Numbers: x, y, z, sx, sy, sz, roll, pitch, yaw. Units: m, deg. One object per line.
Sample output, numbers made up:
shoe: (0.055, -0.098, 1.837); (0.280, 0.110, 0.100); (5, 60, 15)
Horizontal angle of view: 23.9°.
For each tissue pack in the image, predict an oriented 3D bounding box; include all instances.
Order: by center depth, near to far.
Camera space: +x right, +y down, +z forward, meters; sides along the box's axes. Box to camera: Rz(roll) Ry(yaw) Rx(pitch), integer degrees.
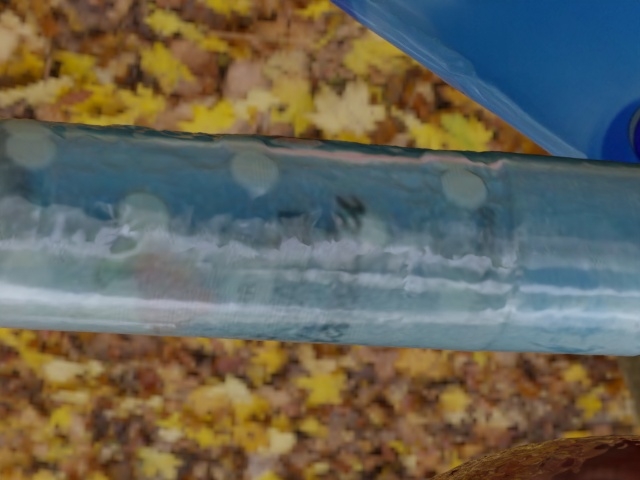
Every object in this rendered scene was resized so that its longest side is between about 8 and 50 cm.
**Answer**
tissue pack: (0.119, -0.151, 0.654); (0.263, 0.146, 0.198); (33, 112, -11)

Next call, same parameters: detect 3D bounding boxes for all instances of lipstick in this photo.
lipstick: (0.000, 0.000, 0.343); (0.158, 0.048, 0.048); (4, 145, -14)

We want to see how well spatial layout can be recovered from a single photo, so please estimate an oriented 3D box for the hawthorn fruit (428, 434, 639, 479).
hawthorn fruit: (0.090, 0.202, 0.494); (0.284, 0.284, 0.284); (1, 144, 1)
